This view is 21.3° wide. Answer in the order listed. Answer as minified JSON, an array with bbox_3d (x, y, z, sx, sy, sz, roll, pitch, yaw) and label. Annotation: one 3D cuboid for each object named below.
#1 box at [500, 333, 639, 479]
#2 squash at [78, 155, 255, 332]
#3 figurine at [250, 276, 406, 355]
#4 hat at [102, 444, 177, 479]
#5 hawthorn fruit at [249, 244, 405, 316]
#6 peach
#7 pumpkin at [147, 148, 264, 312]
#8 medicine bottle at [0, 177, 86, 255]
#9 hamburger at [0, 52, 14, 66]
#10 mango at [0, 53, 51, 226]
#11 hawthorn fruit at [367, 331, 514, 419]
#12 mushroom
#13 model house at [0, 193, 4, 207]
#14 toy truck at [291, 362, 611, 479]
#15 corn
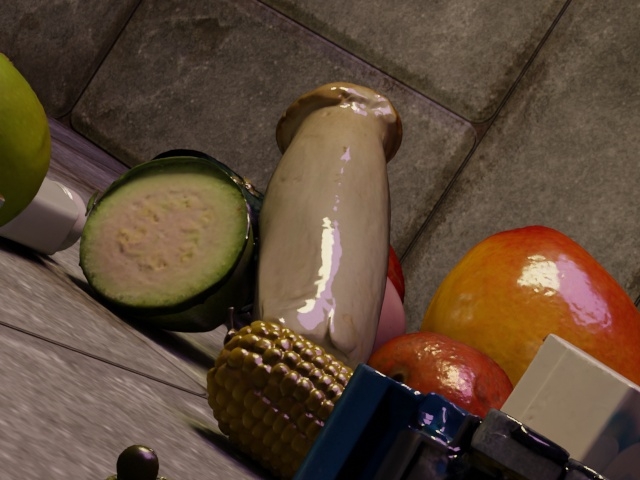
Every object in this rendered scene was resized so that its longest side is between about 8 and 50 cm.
[{"bbox_3d":[0.247,0.231,1.375,0.274,0.203,0.116,33,2,-33],"label":"box"},{"bbox_3d":[-0.136,0.012,1.620,0.170,0.170,0.123,33,-13,23],"label":"squash"},{"bbox_3d":[0.008,0.087,1.780,0.173,0.173,0.173,33,1,-1],"label":"figurine"},{"bbox_3d":[-0.070,0.130,0.755,0.077,0.059,0.076,28,-6,27],"label":"hat"},{"bbox_3d":[0.013,0.063,2.275,0.249,0.215,0.215,43,-3,-24],"label":"hawthorn fruit"},{"bbox_3d":[0.226,0.150,1.766,0.289,0.308,0.289,18,11,-4],"label":"peach"},{"bbox_3d":[-0.138,-0.011,2.102,0.233,0.163,0.233,33,5,-3],"label":"pumpkin"},{"bbox_3d":[-0.287,-0.038,1.573,0.119,0.069,0.183,32,2,23],"label":"medicine bottle"},{"bbox_3d":[-0.456,-0.188,1.806,0.285,0.134,0.265,22,11,-44],"label":"hamburger"},{"bbox_3d":[-0.352,-0.120,1.243,0.343,0.156,0.192,28,-7,-25],"label":"mango"},{"bbox_3d":[0.103,0.179,1.490,0.165,0.165,0.285,33,11,-5],"label":"hawthorn fruit"},{"bbox_3d":[0.001,0.009,1.623,0.137,0.407,0.154,-3,-52,13],"label":"mushroom"},{"bbox_3d":[-0.274,-0.031,0.966,0.127,0.100,0.149,32,-1,-39],"label":"model house"},{"bbox_3d":[0.147,0.210,1.084,0.367,0.146,0.175,32,-3,-14],"label":"toy truck"},{"bbox_3d":[0.036,0.163,1.243,0.310,0.101,0.101,36,2,10],"label":"corn"}]
